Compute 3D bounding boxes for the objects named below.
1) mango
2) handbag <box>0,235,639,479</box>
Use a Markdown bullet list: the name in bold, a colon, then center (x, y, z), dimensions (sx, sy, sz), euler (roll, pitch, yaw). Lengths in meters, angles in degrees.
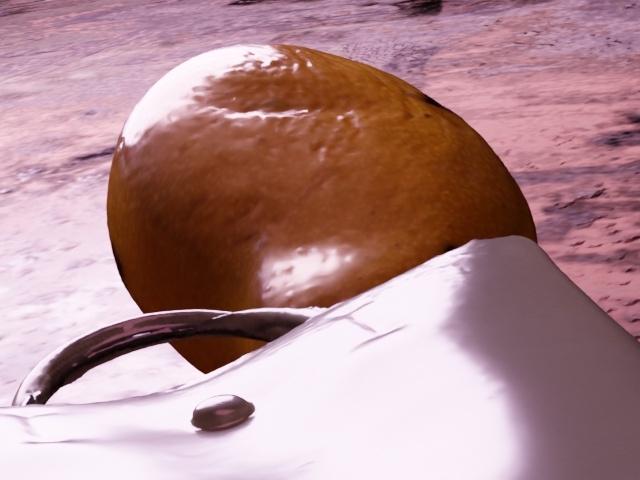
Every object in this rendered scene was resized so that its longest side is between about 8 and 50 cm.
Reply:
- **mango**: center (0.000, 0.004, 0.728), dimensions (0.157, 0.109, 0.262), euler (-10, 33, -12)
- **handbag**: center (-0.016, 0.062, 0.478), dimensions (0.241, 0.109, 0.315), euler (-15, 28, -15)
